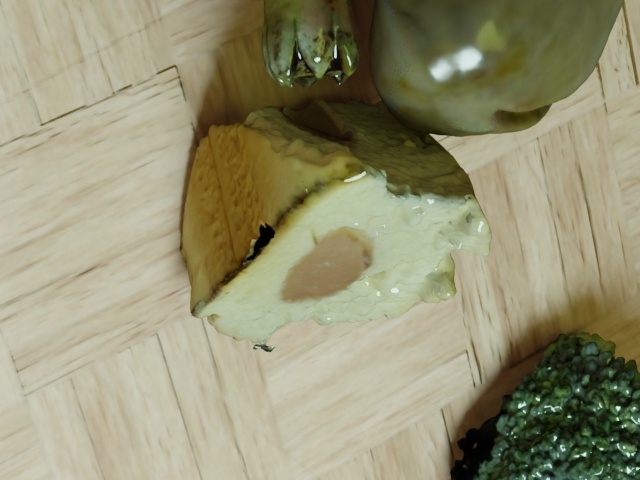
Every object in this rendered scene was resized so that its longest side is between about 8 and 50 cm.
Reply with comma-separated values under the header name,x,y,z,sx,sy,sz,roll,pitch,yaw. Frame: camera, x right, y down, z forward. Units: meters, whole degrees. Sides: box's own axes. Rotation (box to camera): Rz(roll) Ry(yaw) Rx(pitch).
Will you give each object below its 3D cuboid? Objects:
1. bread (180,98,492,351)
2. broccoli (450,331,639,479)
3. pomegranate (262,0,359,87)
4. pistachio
name,x,y,z,sx,sy,sz,roll,pitch,yaw
bread,0.003,0.009,1.480,0.183,0.224,0.211,9,107,-30
broccoli,0.235,0.224,1.737,0.247,0.263,0.243,-26,151,11
pomegranate,-0.018,-0.232,1.383,0.202,0.202,0.248,-7,86,-32
pistachio,0.132,-0.188,1.519,0.197,0.166,0.288,49,41,-6
